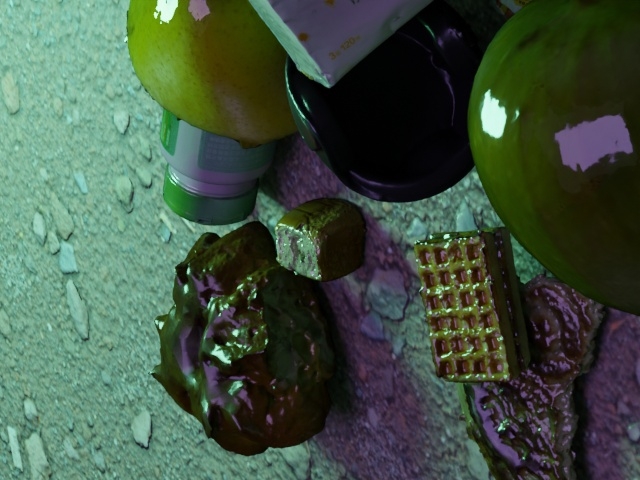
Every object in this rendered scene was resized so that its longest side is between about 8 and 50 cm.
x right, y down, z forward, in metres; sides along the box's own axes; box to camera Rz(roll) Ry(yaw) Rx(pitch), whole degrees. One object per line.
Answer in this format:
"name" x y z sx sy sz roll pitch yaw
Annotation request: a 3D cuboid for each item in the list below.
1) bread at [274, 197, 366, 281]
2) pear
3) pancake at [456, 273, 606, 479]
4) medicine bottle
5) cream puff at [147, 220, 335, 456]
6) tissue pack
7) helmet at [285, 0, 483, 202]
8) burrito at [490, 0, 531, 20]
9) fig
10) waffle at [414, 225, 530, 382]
"bread" -0.001 -0.002 2.122 0.083 0.070 0.076 21 121 45
"pear" -0.092 -0.233 1.935 0.267 0.267 0.178 65 -175 12
"pancake" 0.217 0.126 1.917 0.266 0.057 0.244 57 133 15
"medicine bottle" -0.105 -0.154 2.146 0.133 0.133 0.274 40 132 37
"cream puff" -0.083 0.122 2.220 0.269 0.155 0.241 57 137 32
"tissue pack" 0.030 -0.278 1.733 0.185 0.225 0.124 52 177 -21
"helmet" 0.067 -0.143 1.865 0.216 0.189 0.193 56 -178 -3
"burrito" 0.232 -0.264 1.718 0.288 0.054 0.104 -42 70 52
"fig" 0.276 -0.069 1.557 0.316 0.316 0.316 25 123 46
"waffle" 0.147 0.063 1.894 0.102 0.042 0.148 -7 95 47
